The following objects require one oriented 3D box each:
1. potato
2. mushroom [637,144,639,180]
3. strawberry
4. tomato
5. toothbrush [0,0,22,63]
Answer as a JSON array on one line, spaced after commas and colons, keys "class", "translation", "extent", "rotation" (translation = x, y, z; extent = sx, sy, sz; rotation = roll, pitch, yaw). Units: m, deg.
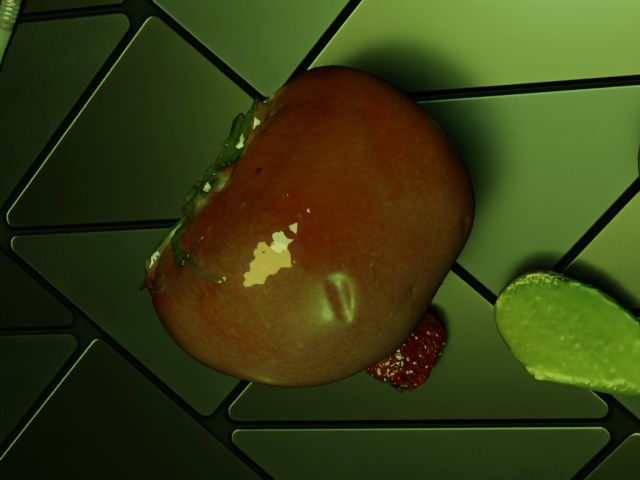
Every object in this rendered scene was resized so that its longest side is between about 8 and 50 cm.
[{"class": "potato", "translation": [0.278, 0.100, 1.368], "extent": [0.198, 0.054, 0.119], "rotation": [22, 108, 4]}, {"class": "mushroom", "translation": [0.435, -0.074, 1.216], "extent": [0.255, 0.184, 0.255], "rotation": [1, 93, 23]}, {"class": "strawberry", "translation": [0.096, 0.121, 1.411], "extent": [0.083, 0.083, 0.096], "rotation": [32, 77, 5]}, {"class": "tomato", "translation": [0.000, 0.000, 1.276], "extent": [0.273, 0.341, 0.341], "rotation": [33, 110, -10]}, {"class": "toothbrush", "translation": [-0.350, -0.274, 1.450], "extent": [0.024, 0.029, 0.354], "rotation": [19, 108, -4]}]
